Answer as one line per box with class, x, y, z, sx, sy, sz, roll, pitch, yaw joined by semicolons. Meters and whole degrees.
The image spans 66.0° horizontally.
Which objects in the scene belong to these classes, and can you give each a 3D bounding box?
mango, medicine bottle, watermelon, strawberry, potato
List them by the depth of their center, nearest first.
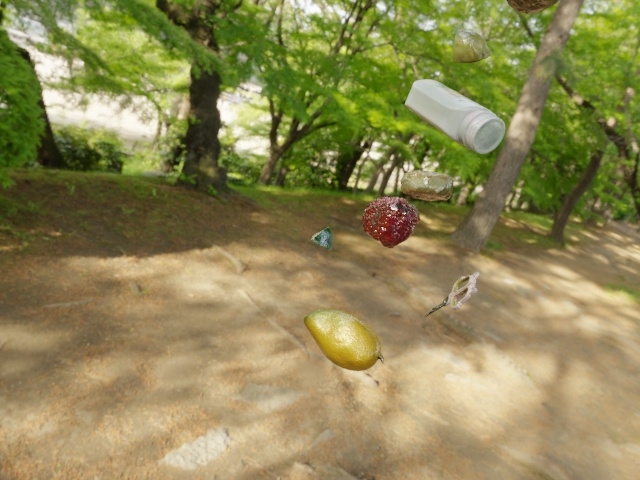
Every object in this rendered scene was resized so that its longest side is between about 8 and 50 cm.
medicine bottle;0.404;-0.375;1.477;0.179;0.124;0.324;5;33;-30
mango;0.079;0.341;1.710;0.317;0.176;0.119;33;4;18
watermelon;0.008;-0.003;2.071;0.080;0.101;0.155;-19;-4;10
potato;0.644;-0.829;2.100;0.149;0.120;0.081;5;39;29
strawberry;0.333;-0.113;2.303;0.275;0.220;0.274;-3;49;3

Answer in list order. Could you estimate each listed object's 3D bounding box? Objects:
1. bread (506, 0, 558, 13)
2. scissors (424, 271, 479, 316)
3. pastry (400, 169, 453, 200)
bread;0.625;-0.769;1.406;0.230;0.229;0.123;16;11;-21
scissors;0.502;0.231;1.920;0.024;0.317;0.160;32;47;-9
pastry;0.387;-0.198;1.771;0.182;0.093;0.193;9;-3;30
